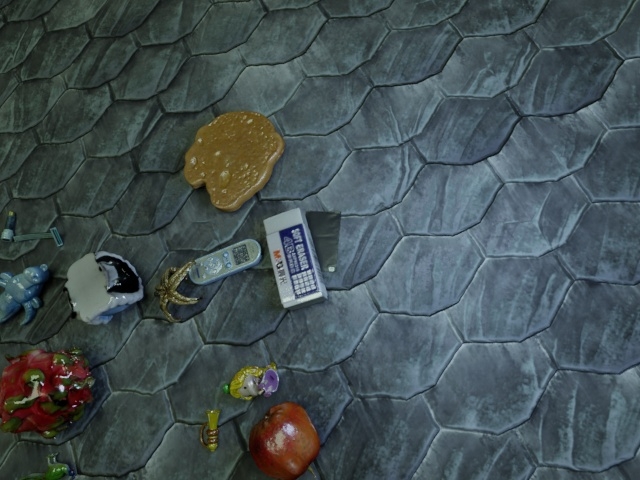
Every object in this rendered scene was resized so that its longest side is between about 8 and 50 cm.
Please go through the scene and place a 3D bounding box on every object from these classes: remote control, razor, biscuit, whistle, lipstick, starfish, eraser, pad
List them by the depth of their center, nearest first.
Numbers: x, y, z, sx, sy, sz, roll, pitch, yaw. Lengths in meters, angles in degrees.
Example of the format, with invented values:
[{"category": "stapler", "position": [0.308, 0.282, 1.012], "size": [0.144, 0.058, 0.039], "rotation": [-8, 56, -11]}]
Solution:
[{"category": "whistle", "position": [-0.313, 0.533, 1.278], "size": [0.057, 0.046, 0.109], "rotation": [4, 80, -1]}, {"category": "eraser", "position": [-0.074, 0.055, 1.340], "size": [0.124, 0.081, 0.279], "rotation": [-19, 70, 10]}, {"category": "starfish", "position": [-0.427, 0.148, 1.374], "size": [0.146, 0.074, 0.190], "rotation": [44, 107, 27]}, {"category": "pad", "position": [0.000, 0.000, 1.382], "size": [0.116, 0.004, 0.193], "rotation": [1, 75, 14]}, {"category": "remote control", "position": [-0.292, 0.068, 1.406], "size": [0.244, 0.047, 0.087], "rotation": [-21, 67, 6]}, {"category": "biscuit", "position": [-0.293, -0.269, 1.499], "size": [0.312, 0.057, 0.351], "rotation": [20, 78, 17]}, {"category": "whistle", "position": [-1.001, 0.176, 1.506], "size": [0.180, 0.093, 0.269], "rotation": [44, 88, -5]}, {"category": "razor", "position": [-0.985, -0.013, 1.588], "size": [0.191, 0.037, 0.068], "rotation": [-2, 115, 16]}, {"category": "lipstick", "position": [-1.113, -0.055, 1.630], "size": [0.037, 0.037, 0.116], "rotation": [-7, 68, 10]}]

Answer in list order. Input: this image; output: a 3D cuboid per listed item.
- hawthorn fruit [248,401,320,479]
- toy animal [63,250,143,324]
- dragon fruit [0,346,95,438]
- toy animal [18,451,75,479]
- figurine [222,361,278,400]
[{"category": "hawthorn fruit", "position": [-0.078, 0.524, 1.165], "size": [0.200, 0.179, 0.179], "rotation": [41, 86, 3]}, {"category": "toy animal", "position": [-0.667, 0.156, 1.407], "size": [0.204, 0.156, 0.208], "rotation": [-37, 62, 2]}, {"category": "dragon fruit", "position": [-0.803, 0.440, 1.318], "size": [0.302, 0.237, 0.231], "rotation": [-37, 48, 11]}, {"category": "toy animal", "position": [-0.813, 0.673, 1.348], "size": [0.216, 0.041, 0.075], "rotation": [-12, 73, 14]}, {"category": "figurine", "position": [-0.193, 0.390, 1.280], "size": [0.156, 0.115, 0.095], "rotation": [-22, 104, 25]}]
